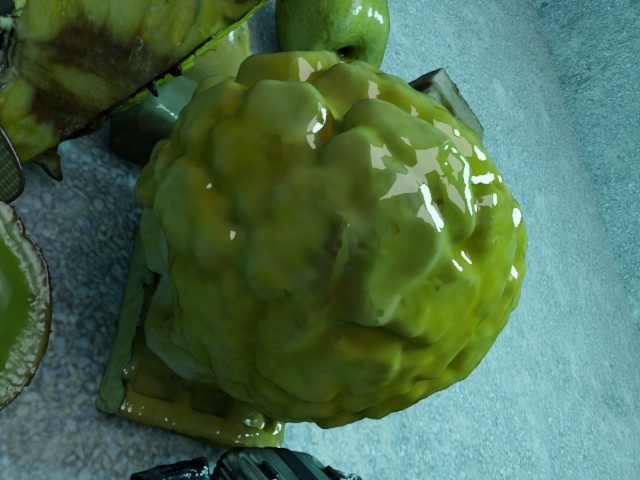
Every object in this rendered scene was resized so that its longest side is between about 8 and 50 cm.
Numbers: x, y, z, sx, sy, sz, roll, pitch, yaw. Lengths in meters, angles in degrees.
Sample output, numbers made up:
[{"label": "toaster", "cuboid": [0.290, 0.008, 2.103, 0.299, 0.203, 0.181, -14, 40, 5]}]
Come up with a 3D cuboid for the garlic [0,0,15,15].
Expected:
[{"label": "garlic", "cuboid": [-0.357, -0.308, 0.559, 0.228, 0.152, 0.228, -23, 90, -90]}]

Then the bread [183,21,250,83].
[{"label": "bread", "cuboid": [-0.158, -0.293, 0.850, 0.251, 0.133, 0.175, 25, 50, -42]}]

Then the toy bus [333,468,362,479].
[{"label": "toy bus", "cuboid": [0.044, 0.349, 0.779, 0.174, 0.079, 0.077, 41, 51, -30]}]

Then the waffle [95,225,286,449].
[{"label": "waffle", "cuboid": [-0.127, 0.110, 0.716, 0.221, 0.055, 0.248, 32, 46, -38]}]

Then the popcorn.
[{"label": "popcorn", "cuboid": [0.017, 0.012, 0.603, 0.389, 0.354, 0.344, 24, 86, -7]}]

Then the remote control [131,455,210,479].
[{"label": "remote control", "cuboid": [-0.150, 0.249, 0.637, 0.096, 0.014, 0.039, 8, 63, -51]}]

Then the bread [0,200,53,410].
[{"label": "bread", "cuboid": [-0.326, 0.052, 0.480, 0.236, 0.069, 0.236, 29, 48, -38]}]

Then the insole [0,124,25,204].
[{"label": "insole", "cuboid": [-0.362, -0.131, 0.544, 0.253, 0.086, 0.005, 52, 3, -10]}]

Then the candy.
[{"label": "candy", "cuboid": [-0.151, -0.130, 0.788, 0.233, 0.102, 0.104, 23, 53, -45]}]

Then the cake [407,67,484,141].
[{"label": "cake", "cuboid": [0.198, -0.212, 1.206, 0.199, 0.196, 0.293, 50, 39, -18]}]

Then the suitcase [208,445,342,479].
[{"label": "suitcase", "cuboid": [-0.006, 0.326, 0.507, 0.128, 0.312, 0.202, 23, 92, -40]}]

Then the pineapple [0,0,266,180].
[{"label": "pineapple", "cuboid": [-0.212, -0.200, 0.602, 0.158, 0.334, 0.161, 49, 17, -18]}]

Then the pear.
[{"label": "pear", "cuboid": [0.017, -0.376, 1.066, 0.188, 0.229, 0.211, -8, 53, -13]}]
